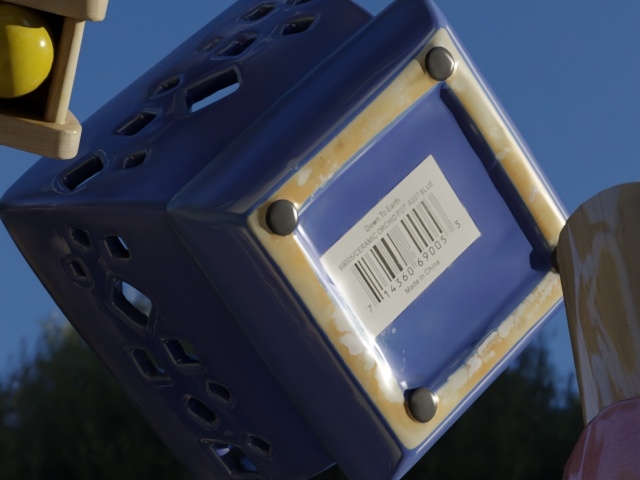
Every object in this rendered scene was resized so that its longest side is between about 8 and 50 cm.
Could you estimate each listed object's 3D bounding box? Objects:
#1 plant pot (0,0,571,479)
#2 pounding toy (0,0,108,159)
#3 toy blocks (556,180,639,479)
[{"bbox_3d":[0.000,0.000,1.117,0.212,0.236,0.236,1,-50,57],"label":"plant pot"},{"bbox_3d":[-0.221,-0.135,0.830,0.269,0.154,0.155,12,-72,-7],"label":"pounding toy"},{"bbox_3d":[0.230,0.043,0.350,0.288,0.260,0.309,26,-57,-19],"label":"toy blocks"}]
